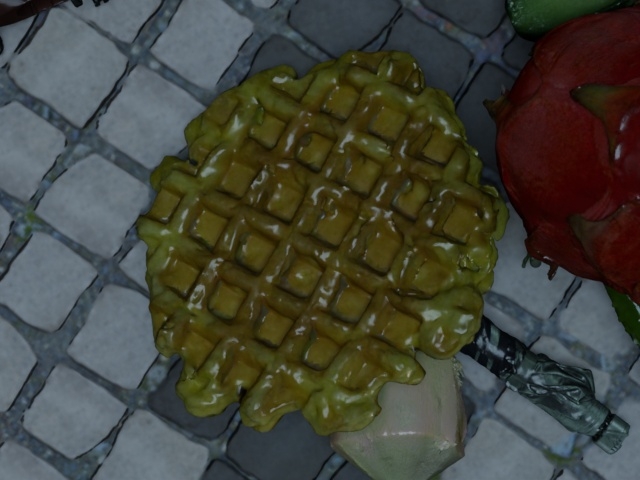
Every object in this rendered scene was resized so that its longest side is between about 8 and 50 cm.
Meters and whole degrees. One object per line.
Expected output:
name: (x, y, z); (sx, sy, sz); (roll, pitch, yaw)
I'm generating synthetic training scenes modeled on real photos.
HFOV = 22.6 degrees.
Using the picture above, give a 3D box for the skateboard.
skateboard: (-0.234, -0.218, 1.334); (0.151, 0.067, 0.080); (-23, 83, -2)

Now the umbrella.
umbrella: (0.181, 0.112, 1.347); (0.188, 0.046, 0.050); (36, 114, -2)

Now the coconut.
coconut: (0.064, 0.144, 1.308); (0.116, 0.116, 0.122); (-2, 76, 2)

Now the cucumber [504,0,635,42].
cucumber: (0.256, -0.244, 1.308); (0.244, 0.063, 0.115); (-35, 64, 5)

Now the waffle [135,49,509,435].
waffle: (0.000, 0.000, 1.284); (0.302, 0.068, 0.325); (-19, 68, 9)

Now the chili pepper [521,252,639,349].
chili pepper: (0.296, 0.136, 1.334); (0.085, 0.076, 0.359); (-33, 85, 31)

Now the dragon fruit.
dragon fruit: (0.253, -0.066, 1.227); (0.241, 0.252, 0.241); (-7, 138, -6)
